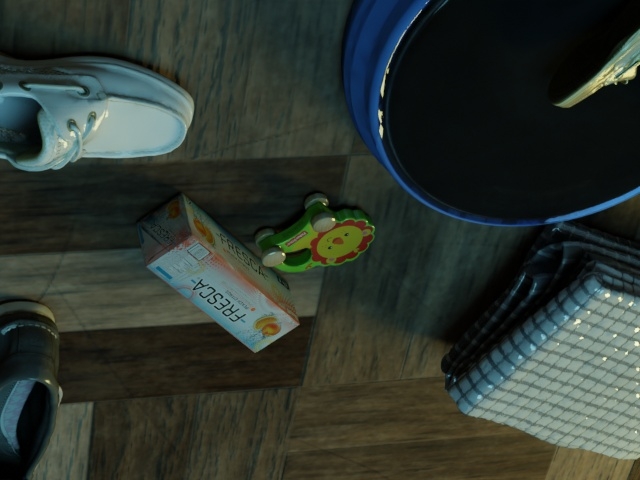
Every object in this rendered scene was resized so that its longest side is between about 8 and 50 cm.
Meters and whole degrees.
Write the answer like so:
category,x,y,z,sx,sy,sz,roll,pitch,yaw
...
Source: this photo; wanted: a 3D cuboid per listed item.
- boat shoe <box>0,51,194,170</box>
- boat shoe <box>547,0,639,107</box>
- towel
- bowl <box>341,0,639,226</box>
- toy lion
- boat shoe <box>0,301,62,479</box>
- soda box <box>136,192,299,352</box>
category,x,y,z,sx,sy,sz,roll,pitch,yaw
boat shoe,-0.236,-0.099,1.527,0.277,0.096,0.098,5,132,-23
boat shoe,0.256,-0.157,1.549,0.045,0.050,0.135,33,118,-34
towel,0.289,0.108,1.899,0.284,0.121,0.235,17,129,-34
bowl,0.215,-0.165,1.622,0.391,0.077,0.391,-9,137,-9
toy lion,0.000,0.000,1.757,0.100,0.034,0.096,-34,142,17
boat shoe,-0.333,0.204,1.807,0.112,0.095,0.335,5,133,-22
soda box,-0.098,0.033,1.732,0.058,0.063,0.183,-32,135,16
